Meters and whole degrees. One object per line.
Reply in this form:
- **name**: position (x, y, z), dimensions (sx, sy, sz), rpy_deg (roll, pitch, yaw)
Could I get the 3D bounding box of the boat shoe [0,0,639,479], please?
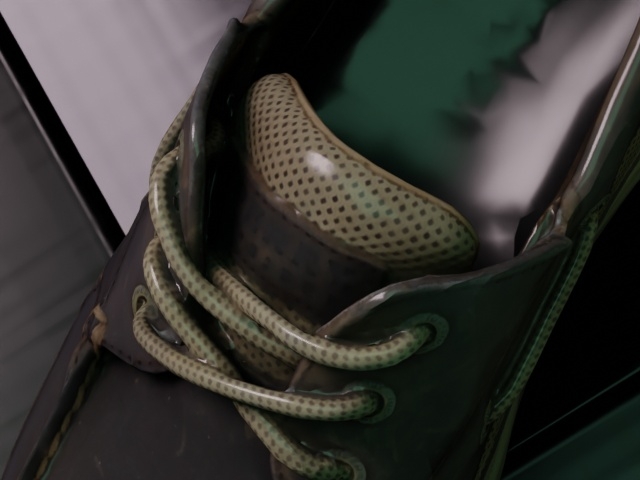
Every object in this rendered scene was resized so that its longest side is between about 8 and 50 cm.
- **boat shoe**: position (0.000, 0.000, 0.456), dimensions (0.132, 0.130, 0.355), rpy_deg (27, 84, 18)
